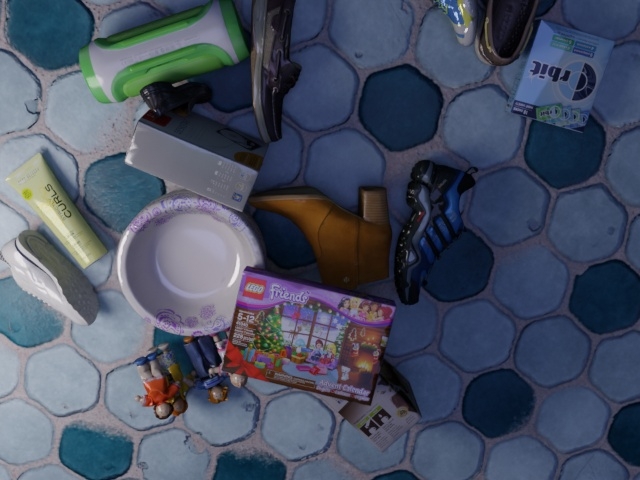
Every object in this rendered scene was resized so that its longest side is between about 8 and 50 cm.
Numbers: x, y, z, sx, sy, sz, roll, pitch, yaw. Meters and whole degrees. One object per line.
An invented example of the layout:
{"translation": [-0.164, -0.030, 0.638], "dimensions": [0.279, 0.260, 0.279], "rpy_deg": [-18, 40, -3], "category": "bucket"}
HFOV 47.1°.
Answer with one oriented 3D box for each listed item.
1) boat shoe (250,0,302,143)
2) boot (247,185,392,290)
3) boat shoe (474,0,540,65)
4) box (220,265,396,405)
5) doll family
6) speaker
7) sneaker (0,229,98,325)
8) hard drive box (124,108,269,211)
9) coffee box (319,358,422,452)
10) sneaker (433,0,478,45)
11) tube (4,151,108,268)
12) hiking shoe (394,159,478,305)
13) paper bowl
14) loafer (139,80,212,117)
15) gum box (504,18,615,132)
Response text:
{"translation": [-0.082, -0.328, 1.398], "dimensions": [0.092, 0.103, 0.285], "rpy_deg": [-1, 99, 3], "category": "boat shoe"}
{"translation": [0.001, 0.000, 1.485], "dimensions": [0.295, 0.104, 0.211], "rpy_deg": [-1, 105, -6], "category": "boot"}
{"translation": [0.367, -0.489, 1.370], "dimensions": [0.117, 0.096, 0.324], "rpy_deg": [10, 104, -4], "category": "boat shoe"}
{"translation": [-0.023, 0.179, 1.385], "dimensions": [0.294, 0.057, 0.200], "rpy_deg": [13, 98, 0], "category": "box"}
{"translation": [-0.267, 0.283, 1.562], "dimensions": [0.263, 0.118, 0.163], "rpy_deg": [-20, 99, -15], "category": "doll family"}
{"translation": [-0.288, -0.351, 1.369], "dimensions": [0.297, 0.131, 0.131], "rpy_deg": [-17, 105, 3], "category": "speaker"}
{"translation": [-0.555, 0.088, 1.510], "dimensions": [0.095, 0.090, 0.235], "rpy_deg": [-35, 100, 20], "category": "sneaker"}
{"translation": [-0.227, -0.165, 1.389], "dimensions": [0.232, 0.181, 0.089], "rpy_deg": [21, 113, -8], "category": "hard drive box"}
{"translation": [0.059, 0.272, 1.526], "dimensions": [0.119, 0.168, 0.297], "rpy_deg": [-44, 102, 8], "category": "coffee box"}
{"translation": [0.226, -0.482, 1.386], "dimensions": [0.126, 0.091, 0.240], "rpy_deg": [-5, 106, 18], "category": "sneaker"}
{"translation": [-0.527, -0.053, 1.479], "dimensions": [0.070, 0.062, 0.240], "rpy_deg": [-41, 100, -33], "category": "tube"}
{"translation": [0.230, -0.006, 1.485], "dimensions": [0.132, 0.113, 0.303], "rpy_deg": [9, 104, -4], "category": "hiking shoe"}
{"translation": [-0.249, 0.036, 1.463], "dimensions": [0.284, 0.148, 0.284], "rpy_deg": [-1, 105, -2], "category": "paper bowl"}
{"translation": [-0.264, -0.260, 1.381], "dimensions": [0.062, 0.170, 0.061], "rpy_deg": [-24, 86, 37], "category": "loafer"}
{"translation": [0.470, -0.322, 1.446], "dimensions": [0.157, 0.041, 0.184], "rpy_deg": [15, 105, -6], "category": "gum box"}
